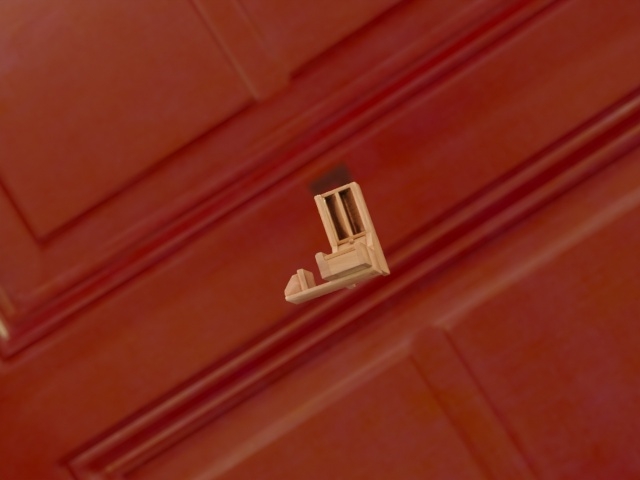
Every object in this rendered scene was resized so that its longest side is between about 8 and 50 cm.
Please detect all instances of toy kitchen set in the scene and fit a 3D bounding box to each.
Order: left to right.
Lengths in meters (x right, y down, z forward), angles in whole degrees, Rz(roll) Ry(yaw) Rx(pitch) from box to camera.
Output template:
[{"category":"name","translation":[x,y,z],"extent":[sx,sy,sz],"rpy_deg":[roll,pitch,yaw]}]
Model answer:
[{"category":"toy kitchen set","translation":[0.000,0.000,1.097],"extent":[0.068,0.075,0.083],"rpy_deg":[-21,-11,11]}]
